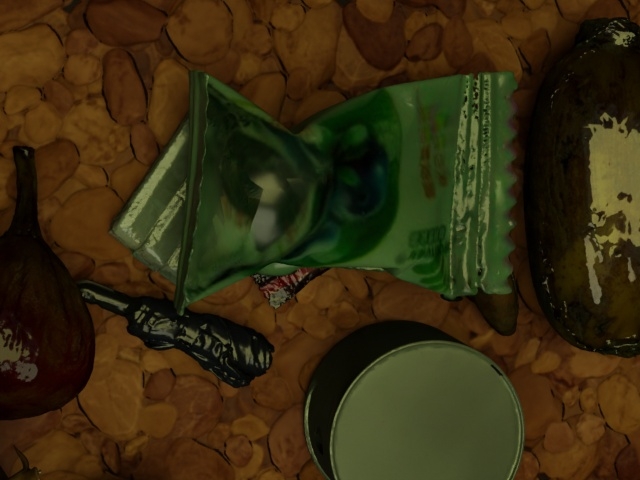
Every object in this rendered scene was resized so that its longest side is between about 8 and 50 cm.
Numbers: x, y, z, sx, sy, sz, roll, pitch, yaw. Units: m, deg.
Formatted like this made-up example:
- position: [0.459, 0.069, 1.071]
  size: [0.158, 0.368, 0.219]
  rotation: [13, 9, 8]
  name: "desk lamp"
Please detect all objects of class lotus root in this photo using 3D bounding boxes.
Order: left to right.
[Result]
- position: [0.334, -0.056, 1.746]
  size: [0.196, 0.179, 0.397]
  rotation: [-4, 98, -15]
  name: "lotus root"

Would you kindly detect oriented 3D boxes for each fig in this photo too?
- position: [-0.348, 0.050, 1.608]
  size: [0.191, 0.190, 0.290]
  rotation: [-14, 89, -11]
  name: "fig"

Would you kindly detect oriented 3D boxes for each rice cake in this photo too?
- position: [-0.140, -0.062, 1.705]
  size: [0.124, 0.038, 0.211]
  rotation: [39, 86, -14]
  name: "rice cake"

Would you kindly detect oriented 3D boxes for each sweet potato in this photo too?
- position: [0.176, -0.006, 1.770]
  size: [0.075, 0.075, 0.273]
  rotation: [-28, 102, -9]
  name: "sweet potato"

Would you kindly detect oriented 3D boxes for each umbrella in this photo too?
- position: [-0.167, 0.096, 1.703]
  size: [0.248, 0.071, 0.071]
  rotation: [26, 90, -16]
  name: "umbrella"

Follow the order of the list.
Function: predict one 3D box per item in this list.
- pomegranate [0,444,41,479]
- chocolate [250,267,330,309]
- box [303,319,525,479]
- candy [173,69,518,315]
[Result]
- position: [-0.427, 0.310, 1.554]
  size: [0.319, 0.319, 0.319]
  rotation: [-2, 97, -13]
  name: "pomegranate"
- position: [0.000, 0.000, 1.753]
  size: [0.182, 0.028, 0.086]
  rotation: [-36, 109, -5]
  name: "chocolate"
- position: [0.102, 0.212, 1.737]
  size: [0.226, 0.149, 0.226]
  rotation: [-2, 97, -13]
  name: "box"
- position: [0.035, -0.056, 1.643]
  size: [0.398, 0.172, 0.262]
  rotation: [-1, 104, -15]
  name: "candy"
